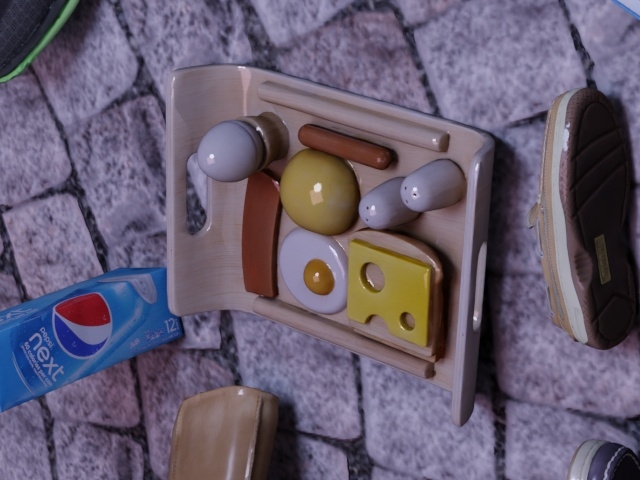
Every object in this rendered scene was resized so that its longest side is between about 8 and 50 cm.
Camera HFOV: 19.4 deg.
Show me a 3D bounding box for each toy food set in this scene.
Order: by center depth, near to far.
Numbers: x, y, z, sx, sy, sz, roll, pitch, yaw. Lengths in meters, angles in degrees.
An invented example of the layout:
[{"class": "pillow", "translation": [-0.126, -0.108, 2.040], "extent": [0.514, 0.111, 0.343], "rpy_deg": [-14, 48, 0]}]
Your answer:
[{"class": "toy food set", "translation": [0.000, 0.000, 1.453], "extent": [0.306, 0.092, 0.219], "rpy_deg": [20, 119, 37]}]

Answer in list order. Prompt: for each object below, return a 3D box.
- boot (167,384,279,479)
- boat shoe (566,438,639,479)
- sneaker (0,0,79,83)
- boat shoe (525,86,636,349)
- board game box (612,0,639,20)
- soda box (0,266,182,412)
[{"class": "boot", "translation": [-0.119, 0.278, 1.606], "extent": [0.236, 0.089, 0.269], "rpy_deg": [-20, 58, 48]}, {"class": "boat shoe", "translation": [0.255, 0.267, 1.320], "extent": [0.092, 0.103, 0.285], "rpy_deg": [-12, 103, 37]}, {"class": "sneaker", "translation": [-0.283, -0.352, 1.499], "extent": [0.185, 0.202, 0.482], "rpy_deg": [30, 124, 32]}, {"class": "boat shoe", "translation": [0.172, -0.017, 1.310], "extent": [0.072, 0.068, 0.190], "rpy_deg": [18, 118, 51]}, {"class": "board game box", "translation": [0.290, -0.235, 1.030], "extent": [0.302, 0.086, 0.308], "rpy_deg": [43, 122, 34]}, {"class": "soda box", "translation": [-0.221, 0.082, 1.606], "extent": [0.071, 0.210, 0.067], "rpy_deg": [-2, 105, 44]}]
